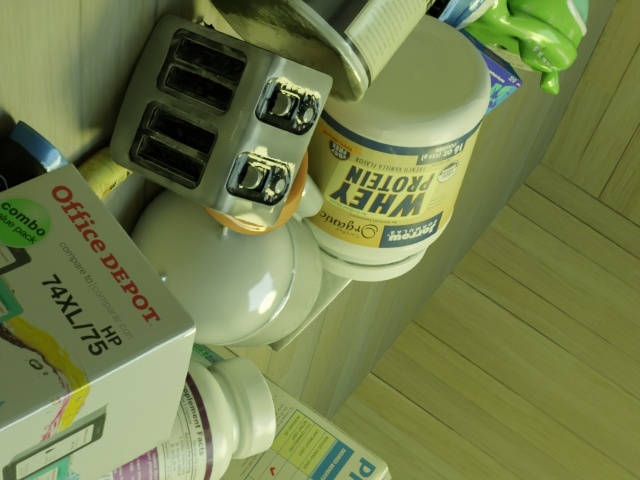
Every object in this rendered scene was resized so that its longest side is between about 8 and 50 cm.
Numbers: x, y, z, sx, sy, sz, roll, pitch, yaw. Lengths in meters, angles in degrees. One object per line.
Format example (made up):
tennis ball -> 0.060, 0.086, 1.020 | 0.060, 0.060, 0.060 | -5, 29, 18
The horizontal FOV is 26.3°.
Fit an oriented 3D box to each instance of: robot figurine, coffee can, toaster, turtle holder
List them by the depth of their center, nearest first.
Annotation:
toaster -> -0.104, -0.125, 1.359 | 0.110, 0.185, 0.168 | 14, 100, -60
coffee can -> 0.043, -0.307, 1.391 | 0.275, 0.201, 0.201 | -53, 167, -11
robot figurine -> -0.113, 0.029, 1.671 | 0.300, 0.200, 0.353 | -49, 168, 4
turtle holder -> 0.284, -0.386, 2.109 | 0.320, 0.243, 0.227 | 24, 85, -43

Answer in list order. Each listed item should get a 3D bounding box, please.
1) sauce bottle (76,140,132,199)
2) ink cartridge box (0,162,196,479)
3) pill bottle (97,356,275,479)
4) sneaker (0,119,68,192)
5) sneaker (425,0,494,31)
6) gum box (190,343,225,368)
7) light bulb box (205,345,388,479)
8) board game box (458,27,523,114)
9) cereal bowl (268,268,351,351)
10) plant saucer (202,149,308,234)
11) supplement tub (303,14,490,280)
sauce bottle -> -0.214, -0.077, 1.396 | 0.128, 0.042, 0.042 | -44, 163, -36
ink cartridge box -> -0.274, 0.107, 1.127 | 0.270, 0.198, 0.197 | -27, 155, -30
pill bottle -> -0.213, 0.235, 1.657 | 0.301, 0.169, 0.169 | -13, 144, -30
sneaker -> -0.267, -0.024, 1.268 | 0.090, 0.081, 0.232 | -48, 159, -15
sneaker -> 0.122, -0.295, 1.958 | 0.147, 0.130, 0.330 | -7, 135, -48
gum box -> -0.190, 0.185, 1.884 | 0.041, 0.157, 0.184 | -59, 166, 16
light bulb box -> -0.129, 0.411, 2.213 | 0.358, 0.361, 0.225 | -53, 167, -9
board game box -> 0.170, -0.197, 1.967 | 0.210, 0.047, 0.160 | -40, 150, 19
cereal bowl -> 0.000, 0.000, 2.072 | 0.339, 0.141, 0.339 | -47, 180, 0
plant saucer -> -0.078, -0.107, 1.514 | 0.037, 0.200, 0.200 | -14, -162, 39
supplement tub -> 0.079, -0.117, 1.777 | 0.228, 0.228, 0.316 | -46, 160, -36
